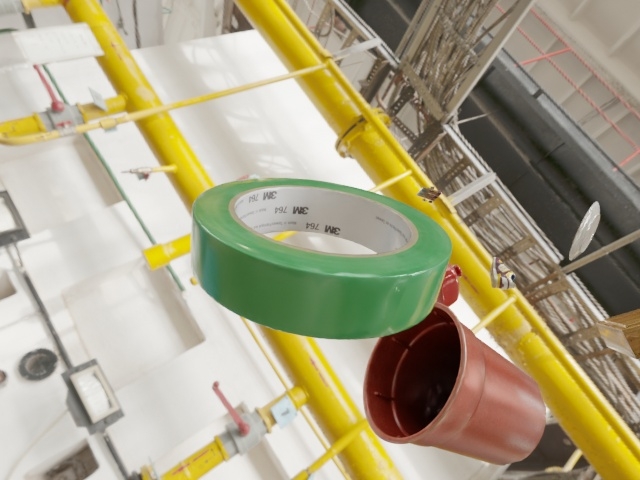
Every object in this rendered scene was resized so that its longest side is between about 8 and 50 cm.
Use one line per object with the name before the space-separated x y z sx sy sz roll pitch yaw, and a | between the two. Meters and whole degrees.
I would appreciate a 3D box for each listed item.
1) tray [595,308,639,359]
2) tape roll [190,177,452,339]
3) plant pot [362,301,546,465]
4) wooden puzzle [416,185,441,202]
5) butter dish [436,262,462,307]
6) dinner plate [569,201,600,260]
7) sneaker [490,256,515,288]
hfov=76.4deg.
tray | 0.883 0.157 0.918 0.203 0.412 0.076 17 53 -69
tape roll | 0.000 0.000 0.530 0.321 0.322 0.077 32 -59 41
plant pot | 0.272 0.301 0.806 0.265 0.272 0.272 30 -24 -18
wooden puzzle | 0.279 -0.120 1.048 0.050 0.006 0.083 19 -19 -3
butter dish | 0.313 0.099 1.064 0.160 0.119 0.160 -125 -166 -56
dinner plate | 0.595 -0.018 0.909 0.017 0.141 0.141 28 -44 40
sneaker | 0.709 0.130 1.583 0.084 0.185 0.069 7 -56 17
